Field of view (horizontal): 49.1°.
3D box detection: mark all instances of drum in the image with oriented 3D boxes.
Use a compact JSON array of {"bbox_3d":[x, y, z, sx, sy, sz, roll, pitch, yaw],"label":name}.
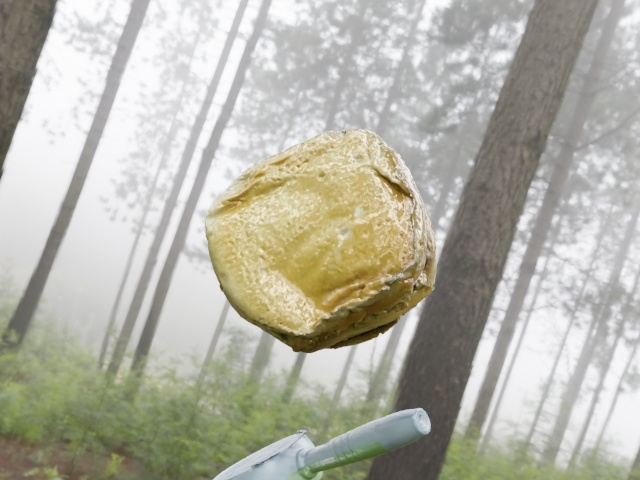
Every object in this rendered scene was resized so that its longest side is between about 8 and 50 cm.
[{"bbox_3d":[-0.018,0.217,0.668,0.130,0.049,0.253,-21,-9,-42],"label":"drum"}]

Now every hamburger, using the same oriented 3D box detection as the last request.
[{"bbox_3d":[-0.001,-0.001,0.651,0.213,0.214,0.108,19,-9,28],"label":"hamburger"}]
